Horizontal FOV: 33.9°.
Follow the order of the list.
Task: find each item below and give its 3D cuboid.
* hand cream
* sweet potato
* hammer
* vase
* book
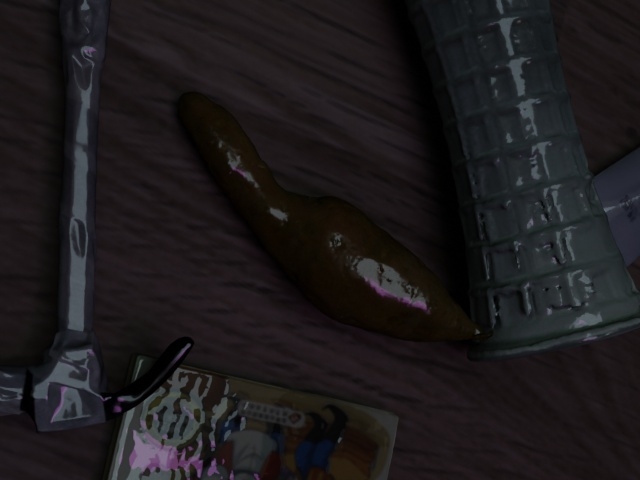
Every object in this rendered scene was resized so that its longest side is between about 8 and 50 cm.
[{"bbox_3d":[0.321,-0.072,0.902,0.255,0.048,0.079,-35,95,-21],"label":"hand cream"},{"bbox_3d":[-0.003,0.000,0.730,0.269,0.075,0.075,39,70,-2],"label":"sweet potato"},{"bbox_3d":[-0.161,-0.093,0.671,0.152,0.044,0.427,0,82,-14],"label":"hammer"},{"bbox_3d":[0.141,-0.072,0.770,0.143,0.143,0.299,-14,89,-26],"label":"vase"},{"bbox_3d":[-0.061,0.227,0.705,0.202,0.027,0.264,17,78,-23],"label":"book"}]
